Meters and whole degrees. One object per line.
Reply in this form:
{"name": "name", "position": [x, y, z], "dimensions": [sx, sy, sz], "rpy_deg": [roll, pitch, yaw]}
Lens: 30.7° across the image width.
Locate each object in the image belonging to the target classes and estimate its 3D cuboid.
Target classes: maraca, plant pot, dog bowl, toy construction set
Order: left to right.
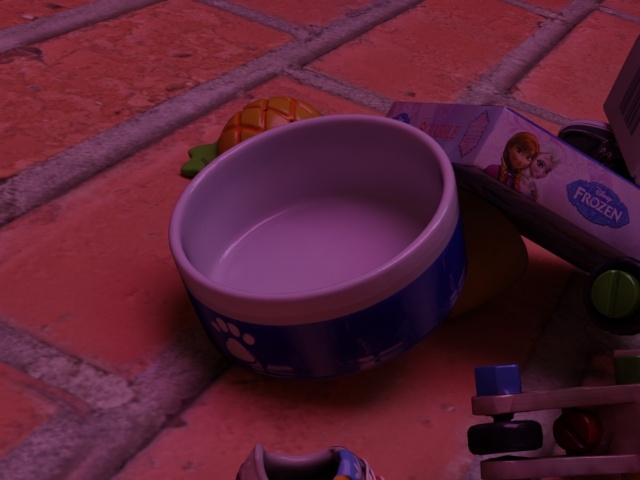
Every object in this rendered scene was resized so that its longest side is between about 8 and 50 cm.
{"name": "maraca", "position": [-0.074, -0.109, 1.382], "dimensions": [0.185, 0.099, 0.127], "rpy_deg": [-26, 39, -16]}
{"name": "dog bowl", "position": [0.000, 0.000, 1.073], "dimensions": [0.264, 0.104, 0.265], "rpy_deg": [-9, 39, 8]}
{"name": "plant pot", "position": [0.133, 0.026, 1.206], "dimensions": [0.134, 0.134, 0.095], "rpy_deg": [28, 58, 24]}
{"name": "toy construction set", "position": [0.289, 0.179, 0.907], "dimensions": [0.237, 0.257, 0.309], "rpy_deg": [13, 48, -55]}

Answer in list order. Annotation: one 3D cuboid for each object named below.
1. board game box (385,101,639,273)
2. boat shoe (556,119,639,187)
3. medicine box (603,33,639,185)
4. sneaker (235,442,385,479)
{"name": "board game box", "position": [0.239, -0.040, 1.203], "dimensions": [0.318, 0.066, 0.318], "rpy_deg": [29, -1, -17]}
{"name": "boat shoe", "position": [0.419, -0.098, 1.634], "dimensions": [0.228, 0.080, 0.076], "rpy_deg": [39, 33, 26]}
{"name": "medicine box", "position": [0.559, -0.144, 1.565], "dimensions": [0.289, 0.149, 0.263], "rpy_deg": [20, 27, -6]}
{"name": "sneaker", "position": [0.030, 0.190, 0.808], "dimensions": [0.185, 0.084, 0.069], "rpy_deg": [9, 27, -10]}
